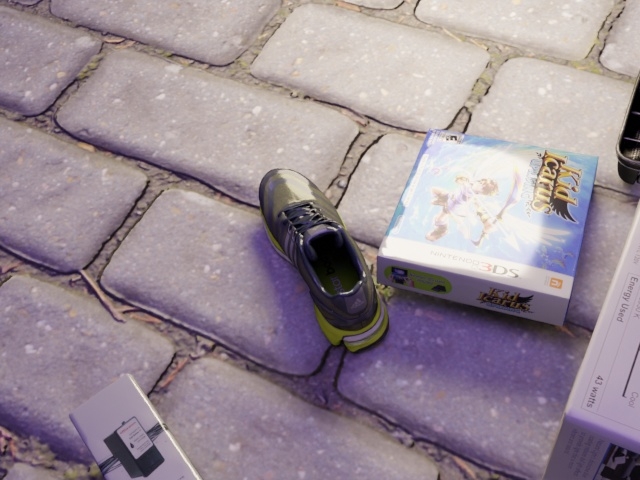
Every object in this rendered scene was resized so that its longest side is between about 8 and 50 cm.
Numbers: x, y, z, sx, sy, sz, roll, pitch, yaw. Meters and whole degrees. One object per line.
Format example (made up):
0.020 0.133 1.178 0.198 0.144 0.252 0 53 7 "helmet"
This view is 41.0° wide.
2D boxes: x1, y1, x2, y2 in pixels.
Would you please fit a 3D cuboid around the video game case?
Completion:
0.229 -0.030 1.149 0.244 0.061 0.270 13 50 15 "video game case"

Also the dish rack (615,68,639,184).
0.561 -0.138 1.189 0.271 0.074 0.208 17 61 18 "dish rack"

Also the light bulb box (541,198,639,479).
0.474 0.149 0.918 0.360 0.225 0.358 20 61 19 "light bulb box"

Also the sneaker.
0.000 0.000 1.149 0.111 0.121 0.300 -27 57 -11 "sneaker"

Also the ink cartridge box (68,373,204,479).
-0.185 0.275 0.975 0.086 0.153 0.208 -33 57 -15 "ink cartridge box"
